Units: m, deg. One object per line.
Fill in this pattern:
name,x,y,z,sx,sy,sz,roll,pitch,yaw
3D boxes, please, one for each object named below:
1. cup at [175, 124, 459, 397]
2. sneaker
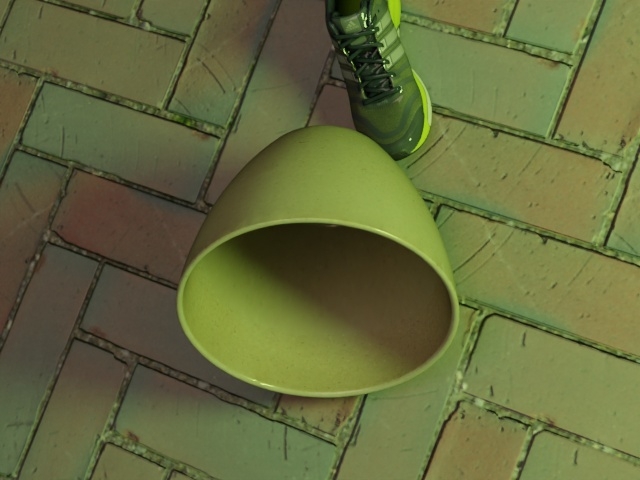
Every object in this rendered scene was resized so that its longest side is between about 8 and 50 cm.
cup,0.000,0.000,1.828,0.331,0.331,0.237,-16,45,20
sneaker,0.058,-0.241,1.946,0.111,0.121,0.300,-23,68,18
